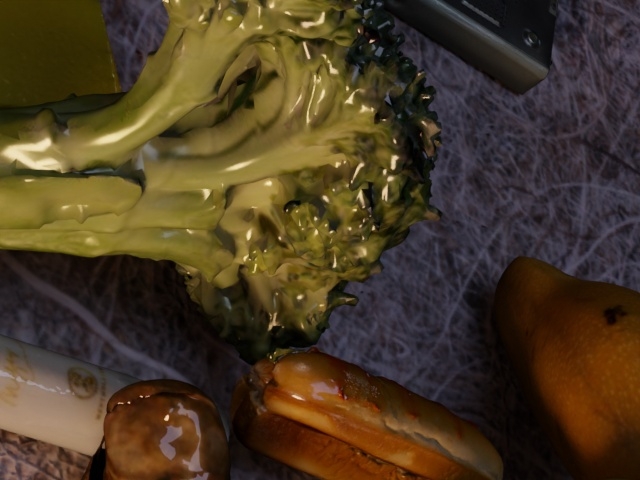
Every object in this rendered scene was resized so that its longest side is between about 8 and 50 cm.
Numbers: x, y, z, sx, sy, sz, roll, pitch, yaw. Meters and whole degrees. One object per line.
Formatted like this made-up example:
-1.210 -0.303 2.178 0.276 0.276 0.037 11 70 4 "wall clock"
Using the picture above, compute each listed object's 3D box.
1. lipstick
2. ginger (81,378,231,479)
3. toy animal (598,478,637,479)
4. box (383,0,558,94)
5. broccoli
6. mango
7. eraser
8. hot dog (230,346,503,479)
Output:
-0.182 0.096 1.104 0.264 0.059 0.059 22 56 -30 "lipstick"
-0.124 0.235 1.038 0.133 0.107 0.309 45 53 -43 "ginger"
0.171 0.252 1.134 0.216 0.338 0.191 -57 142 -72 "toy animal"
0.144 -0.282 1.575 0.211 0.045 0.270 30 52 -22 "box"
-0.118 -0.038 1.118 0.353 0.397 0.275 53 7 -35 "broccoli"
0.224 0.113 1.312 0.295 0.120 0.177 -115 -172 -60 "mango"
-0.203 -0.125 1.210 0.122 0.045 0.097 3 65 -38 "eraser"
0.038 0.132 1.217 0.250 0.104 0.076 26 51 -42 "hot dog"
